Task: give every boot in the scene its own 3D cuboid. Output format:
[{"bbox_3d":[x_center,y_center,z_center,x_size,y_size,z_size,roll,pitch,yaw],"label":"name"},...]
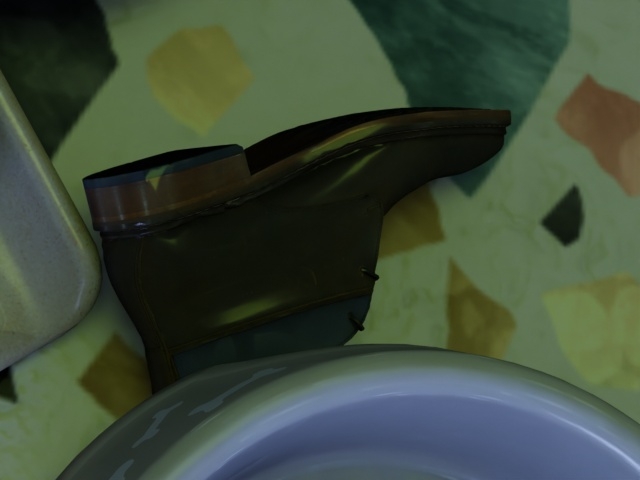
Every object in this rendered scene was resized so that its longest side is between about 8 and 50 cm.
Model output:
[{"bbox_3d":[0.000,0.000,0.832,0.219,0.082,0.106,-14,98,-29],"label":"boot"}]

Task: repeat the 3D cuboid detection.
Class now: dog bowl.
[{"bbox_3d":[0.034,0.201,0.709,0.348,0.102,0.349,4,77,-15],"label":"dog bowl"}]

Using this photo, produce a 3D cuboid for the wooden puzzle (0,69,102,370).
[{"bbox_3d":[-0.289,-0.038,0.694,0.348,0.080,0.322,-30,94,-28],"label":"wooden puzzle"}]
